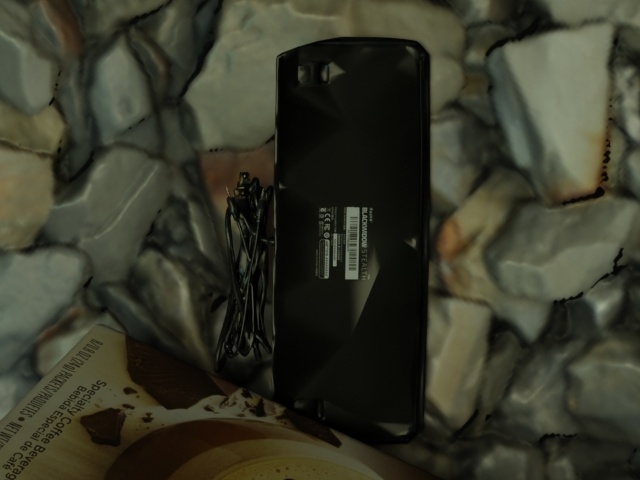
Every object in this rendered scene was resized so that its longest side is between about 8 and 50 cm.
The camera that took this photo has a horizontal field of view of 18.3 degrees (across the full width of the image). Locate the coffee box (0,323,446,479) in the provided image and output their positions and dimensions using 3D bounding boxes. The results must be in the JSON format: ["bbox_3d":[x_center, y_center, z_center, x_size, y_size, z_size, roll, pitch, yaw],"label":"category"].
[{"bbox_3d":[-0.015,0.175,0.863,0.297,0.168,0.119,23,126,13],"label":"coffee box"}]

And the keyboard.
[{"bbox_3d":[0.000,0.000,0.939,0.100,0.038,0.192,1,93,-7],"label":"keyboard"}]
